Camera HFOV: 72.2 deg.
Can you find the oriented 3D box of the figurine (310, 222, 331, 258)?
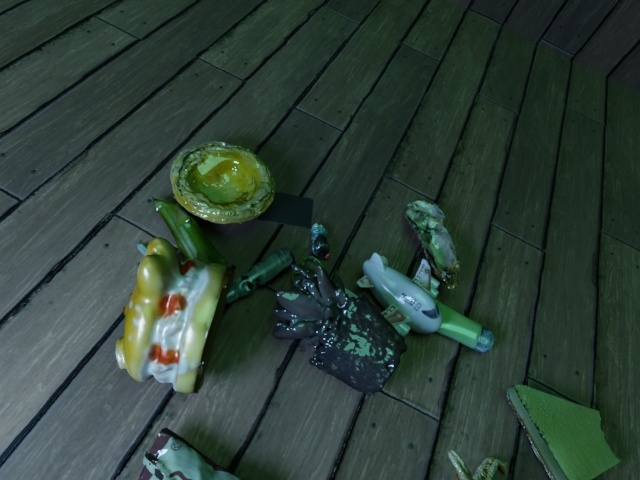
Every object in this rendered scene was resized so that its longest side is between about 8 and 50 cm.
[{"bbox_3d":[0.000,0.000,1.205,0.060,0.047,0.106,34,36,-38],"label":"figurine"}]

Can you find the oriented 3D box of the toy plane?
[{"bbox_3d":[0.209,0.138,1.129,0.251,0.118,0.252,8,57,-12],"label":"toy plane"}]

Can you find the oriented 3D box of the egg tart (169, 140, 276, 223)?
[{"bbox_3d":[-0.264,-0.147,1.178,0.287,0.118,0.289,7,57,-11],"label":"egg tart"}]

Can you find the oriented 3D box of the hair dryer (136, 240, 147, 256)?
[{"bbox_3d":[-0.409,0.038,1.071,0.124,0.038,0.063,39,54,20],"label":"hair dryer"}]

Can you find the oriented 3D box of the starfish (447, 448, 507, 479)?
[{"bbox_3d":[0.342,0.563,0.866,0.375,0.094,0.327,57,22,-16],"label":"starfish"}]

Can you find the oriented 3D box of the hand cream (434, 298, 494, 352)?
[{"bbox_3d":[0.369,0.232,1.158,0.174,0.046,0.095,25,59,11],"label":"hand cream"}]

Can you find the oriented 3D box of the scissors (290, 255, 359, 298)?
[{"bbox_3d":[0.025,0.120,1.141,0.204,0.027,0.101,30,58,7],"label":"scissors"}]

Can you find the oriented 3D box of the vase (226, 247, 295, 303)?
[{"bbox_3d":[-0.157,0.092,1.088,0.211,0.060,0.060,-34,72,-30],"label":"vase"}]

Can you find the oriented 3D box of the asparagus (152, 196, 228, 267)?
[{"bbox_3d":[-0.320,0.002,1.093,0.085,0.082,0.343,-38,69,6],"label":"asparagus"}]

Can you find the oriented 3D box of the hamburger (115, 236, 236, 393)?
[{"bbox_3d":[-0.288,0.145,0.868,0.186,0.303,0.261,17,49,-9],"label":"hamburger"}]

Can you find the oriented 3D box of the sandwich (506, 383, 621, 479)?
[{"bbox_3d":[0.594,0.449,1.073,0.211,0.063,0.245,-10,61,-25],"label":"sandwich"}]

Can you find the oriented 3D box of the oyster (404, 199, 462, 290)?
[{"bbox_3d":[0.323,0.008,1.269,0.128,0.079,0.345,8,47,-20],"label":"oyster"}]

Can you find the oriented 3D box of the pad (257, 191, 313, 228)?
[{"bbox_3d":[-0.101,-0.091,1.258,0.157,0.003,0.112,11,55,-9],"label":"pad"}]

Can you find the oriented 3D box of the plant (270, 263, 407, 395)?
[{"bbox_3d":[0.032,0.193,0.994,0.320,0.194,0.182,35,51,5],"label":"plant"}]

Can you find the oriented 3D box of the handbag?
[{"bbox_3d":[-0.239,0.481,0.768,0.234,0.127,0.213,28,56,6],"label":"handbag"}]
